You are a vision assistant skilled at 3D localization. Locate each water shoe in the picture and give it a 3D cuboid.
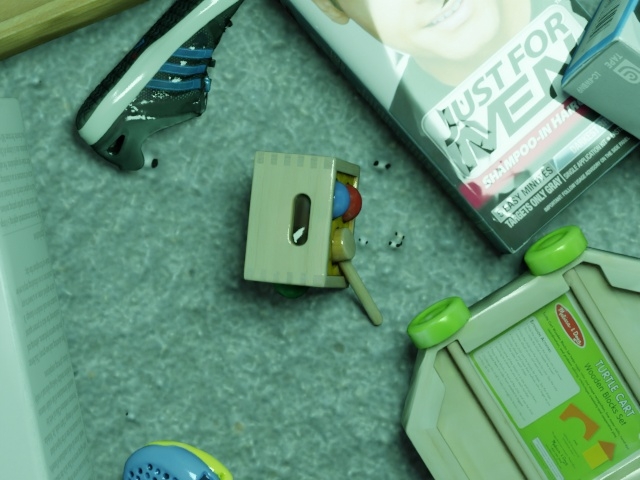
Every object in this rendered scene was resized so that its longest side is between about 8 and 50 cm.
[{"bbox_3d":[-0.126,-0.150,1.716,0.203,0.073,0.080,-44,111,4],"label":"water shoe"}]

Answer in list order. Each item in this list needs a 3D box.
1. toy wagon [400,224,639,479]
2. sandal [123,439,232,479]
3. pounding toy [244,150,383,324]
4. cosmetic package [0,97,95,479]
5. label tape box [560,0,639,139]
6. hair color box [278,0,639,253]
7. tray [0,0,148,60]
[{"bbox_3d":[0.247,0.119,1.686,0.344,0.068,0.267,-32,101,0],"label":"toy wagon"},{"bbox_3d":[-0.112,0.328,1.655,0.126,0.138,0.317,-18,86,42],"label":"sandal"},{"bbox_3d":[0.000,0.000,1.684,0.100,0.130,0.141,5,90,13],"label":"pounding toy"},{"bbox_3d":[-0.300,0.116,1.612,0.161,0.230,0.453,-11,93,2],"label":"cosmetic package"},{"bbox_3d":[0.406,-0.147,1.618,0.347,0.115,0.249,31,62,-5],"label":"label tape box"},{"bbox_3d":[0.108,-0.187,1.683,0.185,0.113,0.374,-41,89,0],"label":"hair color box"},{"bbox_3d":[-0.262,-0.270,1.650,0.411,0.076,0.203,-19,82,14],"label":"tray"}]
